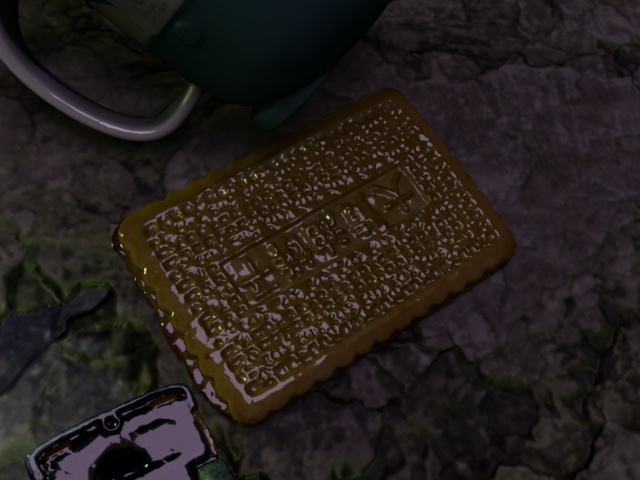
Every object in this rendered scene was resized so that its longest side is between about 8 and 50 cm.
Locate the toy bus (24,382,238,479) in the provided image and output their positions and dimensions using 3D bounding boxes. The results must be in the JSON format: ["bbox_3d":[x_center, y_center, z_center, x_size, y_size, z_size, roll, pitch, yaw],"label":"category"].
[{"bbox_3d":[-0.073,0.188,0.466,0.098,0.114,0.201,-23,77,-19],"label":"toy bus"}]

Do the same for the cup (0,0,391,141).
[{"bbox_3d":[-0.093,-0.205,0.581,0.257,0.219,0.290,39,99,-18],"label":"cup"}]

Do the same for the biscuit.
[{"bbox_3d":[0.000,0.000,0.613,0.254,0.029,0.172,-30,75,-21],"label":"biscuit"}]

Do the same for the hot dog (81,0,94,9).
[{"bbox_3d":[-0.145,-0.206,0.677,0.034,0.030,0.090,43,66,8],"label":"hot dog"}]
